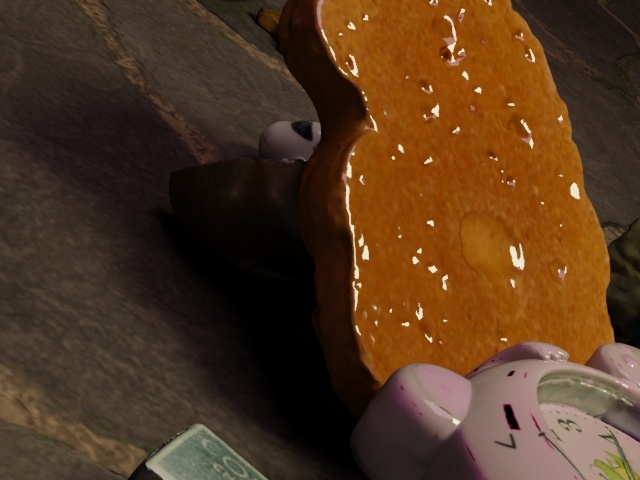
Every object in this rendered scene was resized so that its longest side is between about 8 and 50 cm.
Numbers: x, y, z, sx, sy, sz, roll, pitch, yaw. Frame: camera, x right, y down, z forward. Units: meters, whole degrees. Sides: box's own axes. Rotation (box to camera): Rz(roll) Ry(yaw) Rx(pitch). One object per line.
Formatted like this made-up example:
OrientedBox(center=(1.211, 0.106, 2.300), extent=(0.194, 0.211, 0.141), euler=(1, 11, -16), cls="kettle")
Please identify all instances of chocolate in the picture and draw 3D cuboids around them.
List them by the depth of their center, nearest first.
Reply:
OrientedBox(center=(0.001, 0.001, 1.049), extent=(0.254, 0.157, 0.080), euler=(17, 74, -40), cls="chocolate")

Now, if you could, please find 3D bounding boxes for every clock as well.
OrientedBox(center=(0.195, 0.186, 0.803), extent=(0.322, 0.113, 0.295), euler=(11, 30, -41), cls="clock")

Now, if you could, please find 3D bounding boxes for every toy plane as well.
OrientedBox(center=(0.015, -0.061, 1.221), extent=(0.174, 0.080, 0.174), euler=(27, 25, -14), cls="toy plane")

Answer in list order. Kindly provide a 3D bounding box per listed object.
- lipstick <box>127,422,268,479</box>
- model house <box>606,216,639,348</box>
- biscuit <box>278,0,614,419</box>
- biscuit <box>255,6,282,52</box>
OrientedBox(center=(0.006, 0.222, 0.691), extent=(0.290, 0.076, 0.077), euler=(40, 26, 10), cls="lipstick")
OrientedBox(center=(0.429, 0.102, 1.296), extent=(0.298, 0.243, 0.284), euler=(-8, 57, -52), cls="model house")
OrientedBox(center=(0.115, -0.012, 0.995), extent=(0.350, 0.078, 0.455), euler=(3, 76, -41), cls="biscuit")
OrientedBox(center=(0.013, -0.248, 1.613), extent=(0.215, 0.034, 0.182), euler=(28, 25, -16), cls="biscuit")
